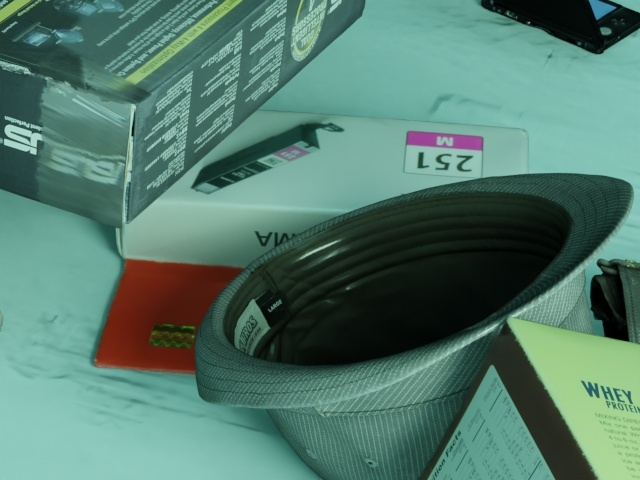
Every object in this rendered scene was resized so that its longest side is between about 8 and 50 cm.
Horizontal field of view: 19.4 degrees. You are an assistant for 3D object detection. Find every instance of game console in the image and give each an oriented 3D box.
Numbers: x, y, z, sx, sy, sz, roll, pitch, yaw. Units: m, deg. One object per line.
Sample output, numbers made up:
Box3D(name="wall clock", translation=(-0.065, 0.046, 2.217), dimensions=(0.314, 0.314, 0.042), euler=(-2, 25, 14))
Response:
Box3D(name="game console", translation=(0.193, -0.208, 1.533), dimensions=(0.122, 0.071, 0.107), euler=(28, 43, 31))

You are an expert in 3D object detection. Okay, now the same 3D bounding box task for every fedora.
Box3D(name="fedora", translation=(0.063, 0.065, 1.053), dimensions=(0.275, 0.124, 0.244), euler=(-7, 25, 39))

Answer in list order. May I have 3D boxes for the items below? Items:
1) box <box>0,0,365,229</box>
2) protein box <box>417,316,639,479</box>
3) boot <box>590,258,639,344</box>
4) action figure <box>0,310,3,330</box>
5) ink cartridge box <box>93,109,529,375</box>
Box3D(name="box", translation=(-0.177, -0.172, 1.264), dimensions=(0.318, 0.097, 0.395), euler=(17, 32, 16))
Box3D(name="protein box", translation=(0.175, 0.164, 0.896), dimensions=(0.200, 0.136, 0.201), euler=(12, 30, -26))
Box3D(name="boot", translation=(0.286, 0.032, 1.180), dimensions=(0.229, 0.091, 0.263), euler=(5, 37, 3))
Box3D(name="action figure", translation=(-0.287, 0.015, 1.143), dimensions=(0.164, 0.141, 0.275), euler=(-11, 10, -5))
Box3D(name="ink cartridge box", translation=(0.000, 0.000, 1.240), dimensions=(0.275, 0.060, 0.239), euler=(4, 34, 3))
